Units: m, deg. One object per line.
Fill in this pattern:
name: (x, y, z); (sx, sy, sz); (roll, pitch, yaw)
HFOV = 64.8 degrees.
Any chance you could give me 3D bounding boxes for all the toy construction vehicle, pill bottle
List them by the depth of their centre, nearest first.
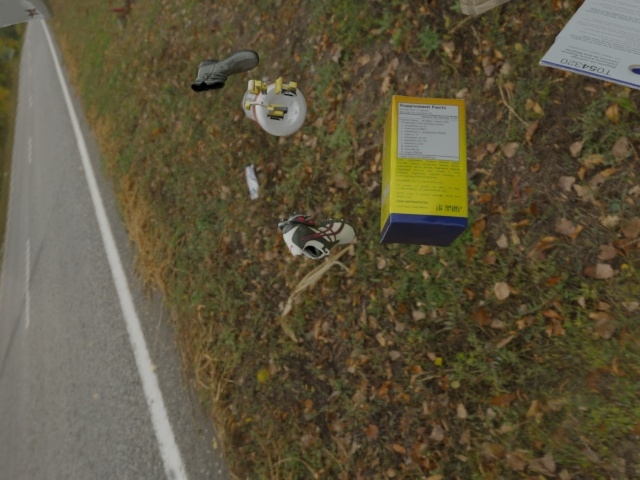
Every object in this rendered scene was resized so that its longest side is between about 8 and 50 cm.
toy construction vehicle: (-0.095, -0.285, 0.990); (0.035, 0.098, 0.085); (130, 147, -70)
pill bottle: (-0.120, -0.327, 1.233); (0.121, 0.121, 0.221); (-66, 25, 9)

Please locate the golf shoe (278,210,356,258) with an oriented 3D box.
golf shoe: (0.000, 0.000, 1.429); (0.105, 0.273, 0.120); (-33, 62, 41)

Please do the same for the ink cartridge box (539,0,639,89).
ink cartridge box: (0.547, -0.289, 0.770); (0.324, 0.071, 0.330); (28, 62, 26)

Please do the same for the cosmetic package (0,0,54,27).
cosmetic package: (-0.916, -0.778, 1.234); (0.327, 0.330, 0.393); (156, 97, -76)

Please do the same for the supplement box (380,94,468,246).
supplement box: (0.270, -0.180, 1.349); (0.195, 0.194, 0.356); (94, 180, -74)

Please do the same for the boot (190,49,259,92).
boot: (-0.346, -0.608, 1.850); (0.247, 0.083, 0.161); (-9, 48, 12)

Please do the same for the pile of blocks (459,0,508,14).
pile of blocks: (0.335, -0.569, 0.940); (0.113, 0.362, 0.148); (-23, 81, 3)
